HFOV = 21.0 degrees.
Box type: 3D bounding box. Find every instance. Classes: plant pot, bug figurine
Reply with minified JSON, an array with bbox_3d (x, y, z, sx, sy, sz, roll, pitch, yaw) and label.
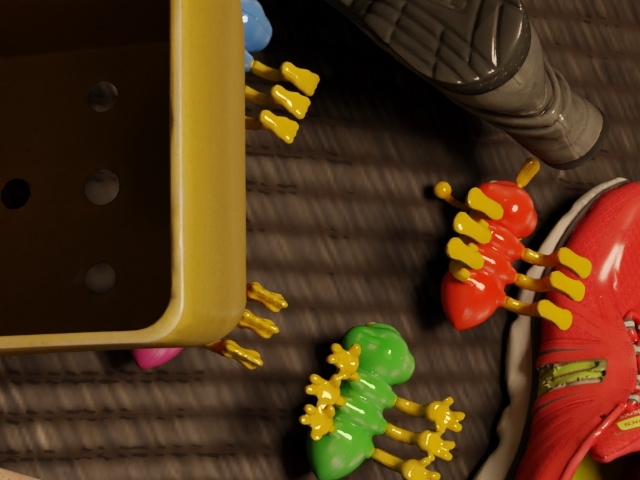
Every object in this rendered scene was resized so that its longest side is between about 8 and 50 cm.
[{"bbox_3d":[-0.126,-0.044,0.728,0.187,0.212,0.212,35,52,-70],"label":"plant pot"},{"bbox_3d":[0.000,0.000,0.899,0.279,0.072,0.216,34,69,-22],"label":"bug figurine"}]

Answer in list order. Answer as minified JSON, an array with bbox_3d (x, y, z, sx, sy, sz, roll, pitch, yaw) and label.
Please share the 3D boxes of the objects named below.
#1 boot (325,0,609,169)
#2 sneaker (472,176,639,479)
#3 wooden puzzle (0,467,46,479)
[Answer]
[{"bbox_3d":[0.043,-0.134,0.925,0.083,0.246,0.161,-44,153,6],"label":"boot"},{"bbox_3d":[0.165,0.096,0.954,0.107,0.118,0.279,25,73,-25],"label":"sneaker"},{"bbox_3d":[-0.266,0.214,0.664,0.348,0.080,0.322,22,83,-35],"label":"wooden puzzle"}]
